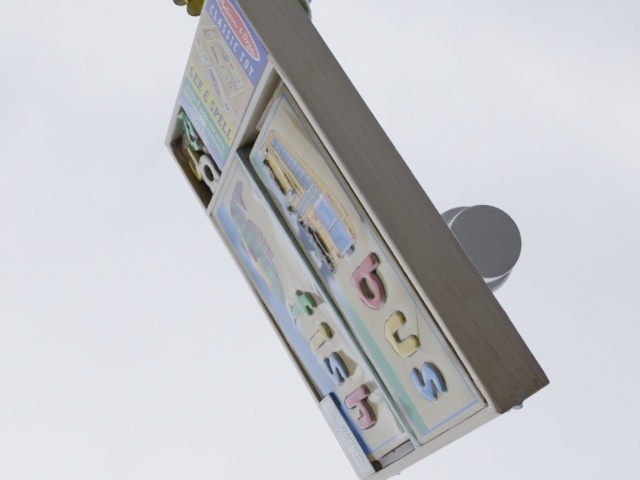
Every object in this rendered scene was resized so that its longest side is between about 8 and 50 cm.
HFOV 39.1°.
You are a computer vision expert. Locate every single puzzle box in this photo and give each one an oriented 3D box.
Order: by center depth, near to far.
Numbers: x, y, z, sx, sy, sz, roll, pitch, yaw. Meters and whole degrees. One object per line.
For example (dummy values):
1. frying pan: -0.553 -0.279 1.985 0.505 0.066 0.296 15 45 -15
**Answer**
1. puzzle box: 0.000 0.000 0.775 0.052 0.272 0.409 -24 -106 -28

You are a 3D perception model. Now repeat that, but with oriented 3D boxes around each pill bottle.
1. pill bottle: 0.160 0.020 1.030 0.108 0.180 0.108 2 -103 -7

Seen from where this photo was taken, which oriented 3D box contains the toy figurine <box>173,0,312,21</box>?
1. toy figurine: -0.069 -0.393 1.173 0.217 0.191 0.362 -23 -132 -38
